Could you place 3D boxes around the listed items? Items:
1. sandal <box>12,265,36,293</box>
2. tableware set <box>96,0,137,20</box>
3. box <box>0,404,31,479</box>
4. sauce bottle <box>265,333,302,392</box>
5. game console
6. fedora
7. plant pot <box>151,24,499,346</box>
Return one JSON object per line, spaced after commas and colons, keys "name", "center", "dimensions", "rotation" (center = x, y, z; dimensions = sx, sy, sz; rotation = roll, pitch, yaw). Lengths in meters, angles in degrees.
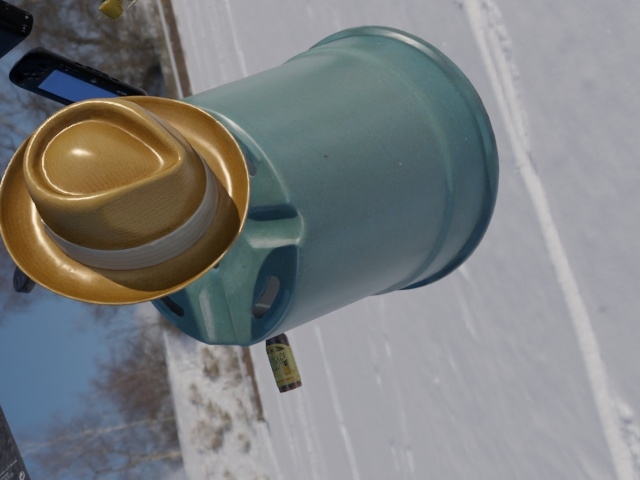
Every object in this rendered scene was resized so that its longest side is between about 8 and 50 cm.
{"name": "sandal", "center": [-0.572, -0.006, 1.745], "dimensions": [0.097, 0.054, 0.254], "rotation": [38, 105, 49]}
{"name": "tableware set", "center": [-0.222, -0.285, 0.972], "dimensions": [0.024, 0.104, 0.154], "rotation": [47, -164, -26]}
{"name": "box", "center": [-0.651, 0.295, 1.317], "dimensions": [0.183, 0.296, 0.294], "rotation": [-47, -55, -61]}
{"name": "sauce bottle", "center": [-0.066, 0.176, 1.362], "dimensions": [0.042, 0.042, 0.128], "rotation": [106, 144, -82]}
{"name": "game console", "center": [-0.412, -0.253, 1.236], "dimensions": [0.213, 0.361, 0.044], "rotation": [-12, 65, 49]}
{"name": "fedora", "center": [-0.150, -0.047, 0.628], "dimensions": [0.079, 0.194, 0.194], "rotation": [83, 173, -66]}
{"name": "plant pot", "center": [-0.024, -0.054, 0.966], "dimensions": [0.334, 0.341, 0.341], "rotation": [-26, -72, -51]}
